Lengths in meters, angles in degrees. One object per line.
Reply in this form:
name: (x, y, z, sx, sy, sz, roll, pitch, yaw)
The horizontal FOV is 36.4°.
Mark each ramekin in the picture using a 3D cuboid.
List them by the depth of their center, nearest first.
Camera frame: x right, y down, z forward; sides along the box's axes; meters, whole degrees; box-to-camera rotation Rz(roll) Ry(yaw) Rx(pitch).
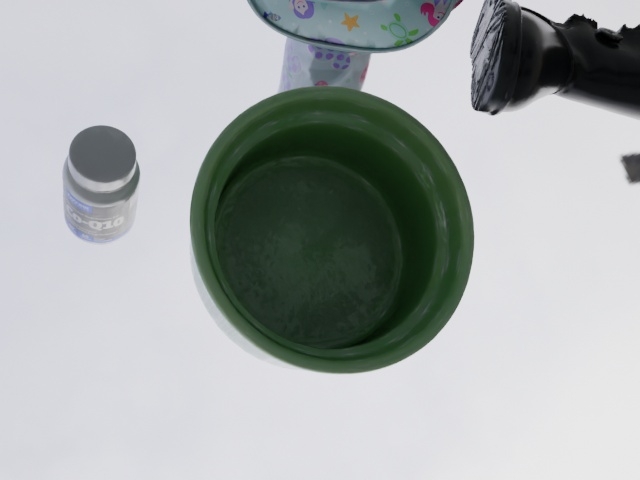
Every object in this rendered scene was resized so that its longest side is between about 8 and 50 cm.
ramekin: (0.000, 0.000, 1.058, 0.303, 0.148, 0.304, 4, -104, -15)

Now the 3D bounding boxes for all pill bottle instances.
pill bottle: (-0.226, -0.057, 1.004, 0.078, 0.137, 0.078, 5, -116, -11)

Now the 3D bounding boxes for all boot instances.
boot: (0.248, -0.160, 0.906, 0.207, 0.094, 0.246, 15, -156, 1)

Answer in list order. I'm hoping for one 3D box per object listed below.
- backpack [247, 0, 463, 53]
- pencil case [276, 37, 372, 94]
backpack: (0.030, -0.281, 0.798, 0.225, 0.254, 0.191, 12, -143, 15)
pencil case: (-0.006, -0.187, 1.264, 0.113, 0.273, 0.124, 1, -137, -17)
